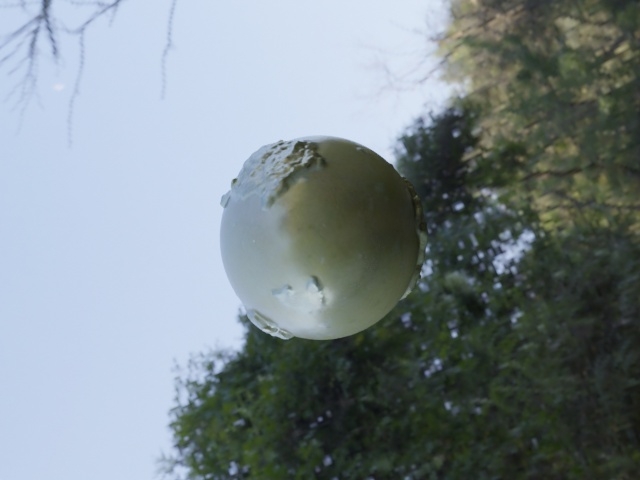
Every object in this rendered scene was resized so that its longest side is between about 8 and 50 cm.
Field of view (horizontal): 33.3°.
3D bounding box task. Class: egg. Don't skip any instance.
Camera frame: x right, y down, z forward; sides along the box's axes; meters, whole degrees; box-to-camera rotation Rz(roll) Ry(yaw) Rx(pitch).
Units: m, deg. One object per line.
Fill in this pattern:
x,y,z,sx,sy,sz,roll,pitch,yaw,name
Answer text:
0.002,-0.003,0.825,0.164,0.164,0.201,60,-175,-7,egg
